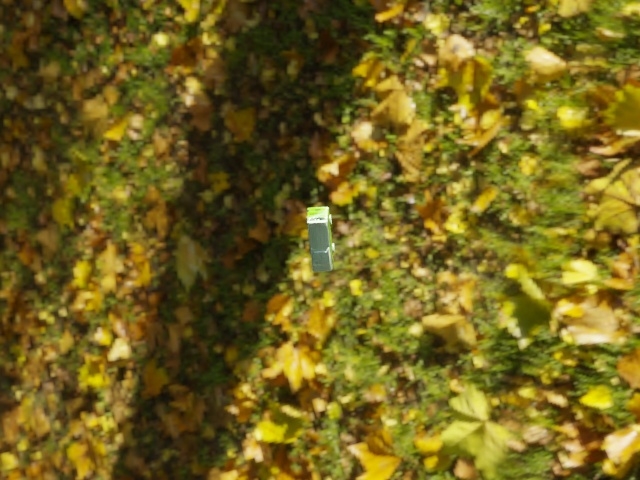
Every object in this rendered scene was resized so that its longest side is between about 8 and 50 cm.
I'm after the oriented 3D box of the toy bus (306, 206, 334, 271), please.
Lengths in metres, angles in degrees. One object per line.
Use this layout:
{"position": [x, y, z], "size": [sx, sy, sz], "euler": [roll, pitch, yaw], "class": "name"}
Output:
{"position": [0.000, 0.000, 1.219], "size": [0.037, 0.031, 0.083], "euler": [-89, -5, -53], "class": "toy bus"}
